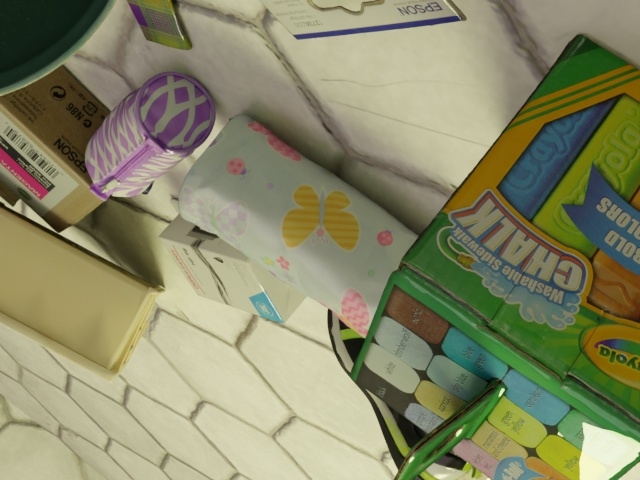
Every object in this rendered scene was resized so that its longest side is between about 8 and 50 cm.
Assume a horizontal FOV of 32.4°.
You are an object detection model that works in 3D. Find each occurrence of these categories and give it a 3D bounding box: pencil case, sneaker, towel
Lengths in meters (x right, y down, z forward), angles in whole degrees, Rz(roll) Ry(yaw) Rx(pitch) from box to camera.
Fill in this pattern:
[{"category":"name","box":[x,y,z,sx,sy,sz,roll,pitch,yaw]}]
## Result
[{"category":"pencil case","box":[-0.178,-0.101,1.106,0.086,0.088,0.206,42,153,-11]},{"category":"pencil case","box":[0.000,0.000,1.009,0.273,0.113,0.124,34,163,11]},{"category":"sneaker","box":[0.095,0.133,1.094,0.097,0.084,0.234,-47,64,39]},{"category":"towel","box":[-0.149,-0.208,0.988,0.060,0.009,0.083,20,149,32]}]

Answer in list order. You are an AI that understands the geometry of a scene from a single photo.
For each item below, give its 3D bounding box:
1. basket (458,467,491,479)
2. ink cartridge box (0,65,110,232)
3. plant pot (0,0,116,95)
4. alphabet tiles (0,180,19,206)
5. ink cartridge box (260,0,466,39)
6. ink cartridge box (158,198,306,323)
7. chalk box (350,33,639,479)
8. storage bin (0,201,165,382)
[{"category":"basket","box":[0.213,0.221,1.092,0.113,0.103,0.167,40,154,0]},{"category":"ink cartridge box","box":[-0.332,-0.131,1.256,0.235,0.088,0.193,44,152,-12]},{"category":"plant pot","box":[-0.295,-0.265,0.833,0.293,0.293,0.196,52,178,-24]},{"category":"alphabet tiles","box":[-0.505,-0.151,1.433,0.284,0.021,0.278,39,171,24]},{"category":"ink cartridge box","box":[-0.063,-0.267,0.679,0.176,0.069,0.371,6,150,48]},{"category":"ink cartridge box","box":[-0.107,0.021,1.235,0.180,0.060,0.104,14,145,41]},{"category":"chalk box","box":[0.145,0.050,0.704,0.179,0.289,0.180,34,153,11]},{"category":"storage bin","box":[-0.343,0.055,1.401,0.262,0.123,0.260,28,175,-4]}]
